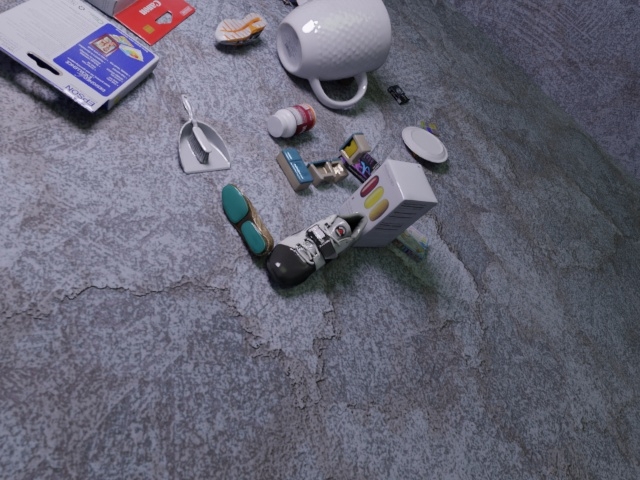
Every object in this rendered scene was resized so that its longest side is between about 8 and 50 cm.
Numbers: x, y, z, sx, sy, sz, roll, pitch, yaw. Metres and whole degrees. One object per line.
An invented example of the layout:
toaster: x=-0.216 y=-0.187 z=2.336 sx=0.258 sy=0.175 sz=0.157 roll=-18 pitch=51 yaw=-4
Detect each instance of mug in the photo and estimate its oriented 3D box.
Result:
mug: x=0.043 y=-0.641 z=1.729 sx=0.328 sy=0.276 sz=0.374 roll=-23 pitch=104 yaw=-27

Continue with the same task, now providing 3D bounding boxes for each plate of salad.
plate of salad: x=0.394 y=-0.360 z=1.920 sx=0.200 sy=0.048 sz=0.200 roll=16 pitch=44 yaw=-16

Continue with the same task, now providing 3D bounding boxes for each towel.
towel: x=0.446 y=-0.458 z=2.056 sx=0.083 sy=0.009 sz=0.060 roll=8 pitch=56 yaw=-33

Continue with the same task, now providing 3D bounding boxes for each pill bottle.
pill bottle: x=-0.089 y=-0.362 z=1.533 sx=0.086 sy=0.086 sz=0.152 roll=52 pitch=45 yaw=7

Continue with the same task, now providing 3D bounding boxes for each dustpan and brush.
dustpan and brush: x=-0.324 y=-0.282 z=1.316 sx=0.147 sy=0.060 sz=0.211 roll=-15 pitch=69 yaw=-42

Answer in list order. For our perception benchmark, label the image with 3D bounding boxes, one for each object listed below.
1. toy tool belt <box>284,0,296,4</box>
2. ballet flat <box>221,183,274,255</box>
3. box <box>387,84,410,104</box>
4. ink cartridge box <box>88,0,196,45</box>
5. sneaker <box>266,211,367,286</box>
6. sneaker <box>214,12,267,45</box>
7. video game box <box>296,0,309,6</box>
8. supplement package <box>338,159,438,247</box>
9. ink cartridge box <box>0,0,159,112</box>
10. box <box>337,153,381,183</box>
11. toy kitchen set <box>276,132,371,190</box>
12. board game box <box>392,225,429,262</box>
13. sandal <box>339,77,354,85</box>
toy tool belt: x=-0.128 y=-0.945 z=1.957 sx=0.083 sy=0.052 sz=0.051 roll=-23 pitch=66 yaw=-44
ballet flat: x=-0.181 y=-0.050 z=1.262 sx=0.206 sy=0.073 sz=0.067 roll=62 pitch=19 yaw=13
box: x=0.319 y=-0.595 z=2.056 sx=0.067 sy=0.018 sz=0.083 roll=-29 pitch=78 yaw=-45
ink cartridge box: x=-0.534 y=-0.737 z=1.491 sx=0.261 sy=0.066 sz=0.296 roll=33 pitch=45 yaw=-11
sneaker: x=0.000 y=0.000 z=1.294 sx=0.122 sy=0.146 sz=0.330 roll=52 pitch=45 yaw=5
sneaker: x=-0.260 y=-0.668 z=1.637 sx=0.084 sy=0.083 sz=0.215 roll=49 pitch=49 yaw=3
video game box: x=-0.045 y=-0.951 z=1.986 sx=0.187 sy=0.048 sz=0.205 roll=13 pitch=50 yaw=-53
supplement package: x=0.185 y=-0.099 z=1.428 sx=0.134 sy=0.244 sz=0.139 roll=1 pitch=58 yaw=-36
ink cartridge box: x=-0.607 y=-0.459 z=1.235 sx=0.303 sy=0.072 sz=0.307 roll=35 pitch=47 yaw=-12
box: x=0.141 y=-0.244 z=1.659 sx=0.162 sy=0.029 sz=0.116 roll=43 pitch=44 yaw=-5
toy kitchen set: x=0.011 y=-0.254 z=1.468 sx=0.207 sy=0.166 sz=0.122 roll=-17 pitch=70 yaw=-43
board game box: x=0.267 y=-0.013 z=1.583 sx=0.154 sy=0.026 sz=0.103 roll=37 pitch=44 yaw=-9
sandal: x=0.118 y=-0.670 z=1.931 sx=0.090 sy=0.060 sz=0.219 roll=37 pitch=44 yaw=-9
